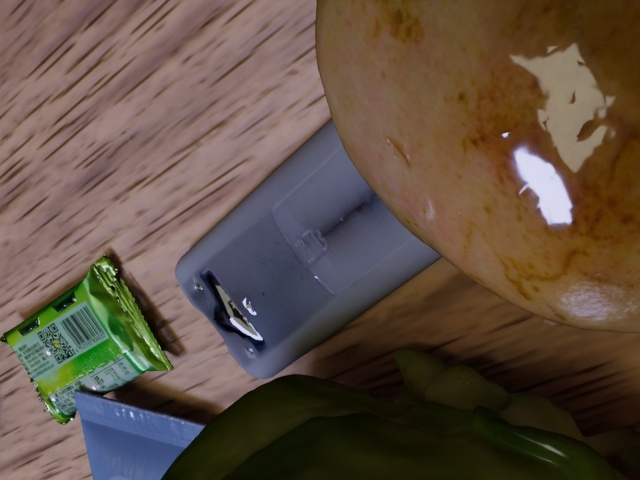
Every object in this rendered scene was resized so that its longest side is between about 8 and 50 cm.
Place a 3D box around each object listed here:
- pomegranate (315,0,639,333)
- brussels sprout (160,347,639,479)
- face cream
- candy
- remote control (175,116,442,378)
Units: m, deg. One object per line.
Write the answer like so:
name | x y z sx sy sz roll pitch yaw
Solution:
pomegranate | 0.122 -0.072 0.604 0.252 0.229 0.270 33 140 21
brussels sprout | 0.039 0.242 0.844 0.371 0.315 0.275 4 126 28
face cream | -0.127 0.303 1.188 0.136 0.086 0.385 11 120 28
candy | -0.190 0.086 1.130 0.102 0.032 0.178 53 137 -6
remote control | 0.000 0.000 0.886 0.109 0.055 0.313 52 138 1
